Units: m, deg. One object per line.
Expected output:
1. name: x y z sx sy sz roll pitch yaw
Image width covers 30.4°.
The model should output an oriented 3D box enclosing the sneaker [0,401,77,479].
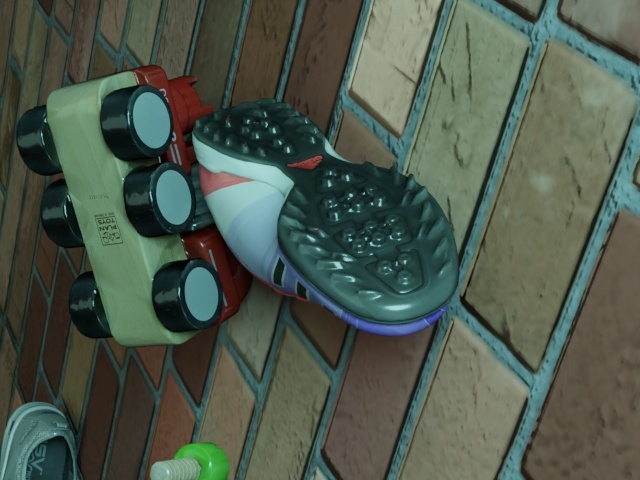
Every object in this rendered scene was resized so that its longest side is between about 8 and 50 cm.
1. sneaker: -0.352 0.342 1.435 0.115 0.105 0.281 0 88 62

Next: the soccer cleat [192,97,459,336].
1. soccer cleat: 0.000 0.000 0.824 0.318 0.109 0.116 41 144 53

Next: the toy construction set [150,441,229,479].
1. toy construction set: -0.071 0.338 0.883 0.257 0.237 0.308 -36 71 21

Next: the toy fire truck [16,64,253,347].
1. toy fire truck: -0.130 -0.045 1.016 0.159 0.246 0.217 -8 104 32
